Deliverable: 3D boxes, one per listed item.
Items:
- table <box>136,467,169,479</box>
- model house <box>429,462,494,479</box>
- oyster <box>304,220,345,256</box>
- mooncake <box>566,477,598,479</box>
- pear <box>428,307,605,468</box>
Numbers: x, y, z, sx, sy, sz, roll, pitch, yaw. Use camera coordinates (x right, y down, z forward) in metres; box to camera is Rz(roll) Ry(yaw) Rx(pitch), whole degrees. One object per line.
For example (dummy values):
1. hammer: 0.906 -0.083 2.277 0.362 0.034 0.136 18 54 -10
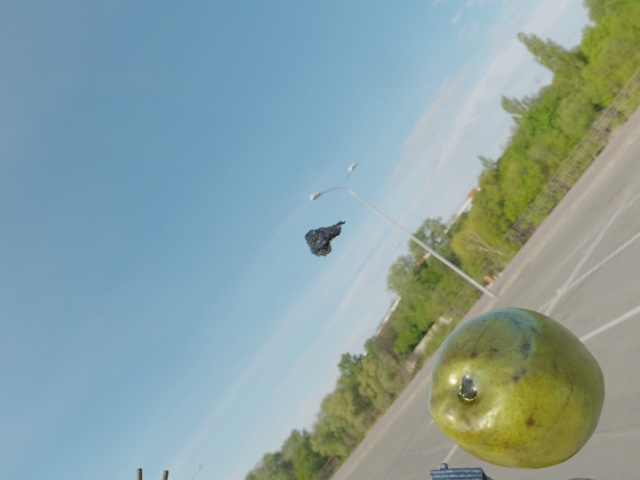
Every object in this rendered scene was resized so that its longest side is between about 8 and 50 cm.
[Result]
1. table: -0.379 0.520 0.930 0.240 0.111 0.121 -30 -38 16
2. model house: 0.365 0.628 1.211 0.167 0.172 0.183 -23 -25 30
3. oyster: -0.001 -0.001 0.912 0.132 0.029 0.086 -32 26 49
4. mooncake: 0.589 0.671 1.072 0.306 0.154 0.305 -3 -86 -39
5. pear: 0.301 0.233 0.783 0.307 0.253 0.252 12 -62 -40
